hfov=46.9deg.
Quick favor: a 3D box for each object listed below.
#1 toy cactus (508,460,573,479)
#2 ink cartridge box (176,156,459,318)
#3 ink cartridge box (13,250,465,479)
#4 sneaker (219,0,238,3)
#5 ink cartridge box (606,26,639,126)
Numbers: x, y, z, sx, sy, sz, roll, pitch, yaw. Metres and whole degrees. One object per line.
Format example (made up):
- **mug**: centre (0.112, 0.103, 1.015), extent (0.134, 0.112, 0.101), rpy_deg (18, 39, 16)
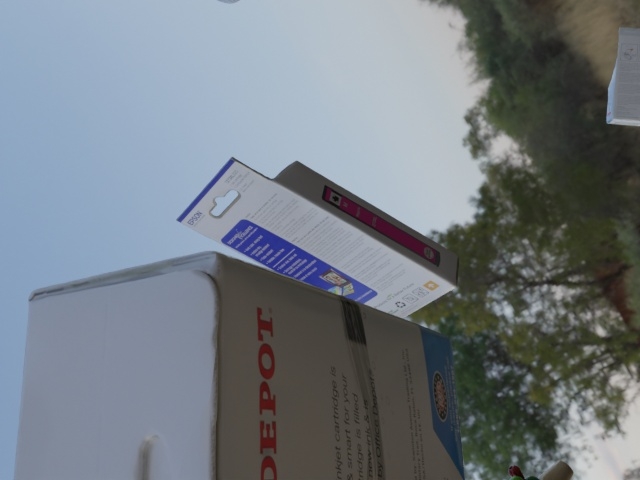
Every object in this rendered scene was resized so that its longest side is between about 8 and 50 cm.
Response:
- **toy cactus**: centre (0.374, 0.463, 1.303), extent (0.112, 0.180, 0.219), rpy_deg (13, 136, 54)
- **ink cartridge box**: centre (0.000, 0.000, 1.046), extent (0.371, 0.176, 0.069), rpy_deg (27, -130, -21)
- **ink cartridge box**: centre (-0.026, 0.195, 0.565), extent (0.395, 0.166, 0.285), rpy_deg (27, -124, -57)
- **sneaker**: centre (-0.095, -0.316, 0.499), extent (0.147, 0.295, 0.104), rpy_deg (-11, -147, -36)
- **ink cartridge box**: centre (0.621, -0.304, 1.387), extent (0.045, 0.146, 0.179), rpy_deg (52, -137, -82)
